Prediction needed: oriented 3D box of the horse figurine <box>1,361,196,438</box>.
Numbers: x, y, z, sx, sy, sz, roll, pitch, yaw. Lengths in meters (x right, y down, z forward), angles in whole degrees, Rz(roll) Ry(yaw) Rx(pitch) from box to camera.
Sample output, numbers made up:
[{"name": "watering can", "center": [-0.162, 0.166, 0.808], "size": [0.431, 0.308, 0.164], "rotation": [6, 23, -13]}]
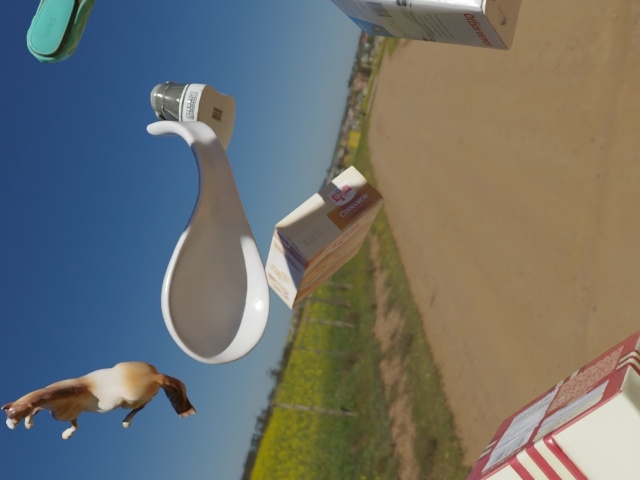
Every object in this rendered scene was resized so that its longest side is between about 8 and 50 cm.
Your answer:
[{"name": "horse figurine", "center": [-0.296, 0.218, 1.070], "size": [0.174, 0.263, 0.066], "rotation": [121, 137, -52]}]

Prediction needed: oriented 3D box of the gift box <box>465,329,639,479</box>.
[{"name": "gift box", "center": [0.317, 0.292, 0.830], "size": [0.255, 0.258, 0.276], "rotation": [-45, -10, 32]}]

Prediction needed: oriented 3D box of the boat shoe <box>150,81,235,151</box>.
[{"name": "boat shoe", "center": [-0.163, -0.169, 1.036], "size": [0.219, 0.070, 0.078], "rotation": [36, -113, -82]}]

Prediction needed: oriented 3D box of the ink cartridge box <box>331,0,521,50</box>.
[{"name": "ink cartridge box", "center": [0.120, -0.284, 0.896], "size": [0.139, 0.190, 0.082], "rotation": [15, -91, -64]}]

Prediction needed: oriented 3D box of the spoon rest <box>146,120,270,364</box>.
[{"name": "spoon rest", "center": [-0.124, -0.003, 0.852], "size": [0.084, 0.137, 0.276], "rotation": [-16, 85, 48]}]

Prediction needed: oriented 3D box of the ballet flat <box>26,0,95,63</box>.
[{"name": "ballet flat", "center": [-0.383, -0.387, 1.212], "size": [0.087, 0.083, 0.247], "rotation": [-175, 108, -82]}]

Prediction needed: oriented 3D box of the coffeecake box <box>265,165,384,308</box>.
[{"name": "coffeecake box", "center": [0.000, 0.000, 1.092], "size": [0.142, 0.068, 0.185], "rotation": [-39, -13, -22]}]
